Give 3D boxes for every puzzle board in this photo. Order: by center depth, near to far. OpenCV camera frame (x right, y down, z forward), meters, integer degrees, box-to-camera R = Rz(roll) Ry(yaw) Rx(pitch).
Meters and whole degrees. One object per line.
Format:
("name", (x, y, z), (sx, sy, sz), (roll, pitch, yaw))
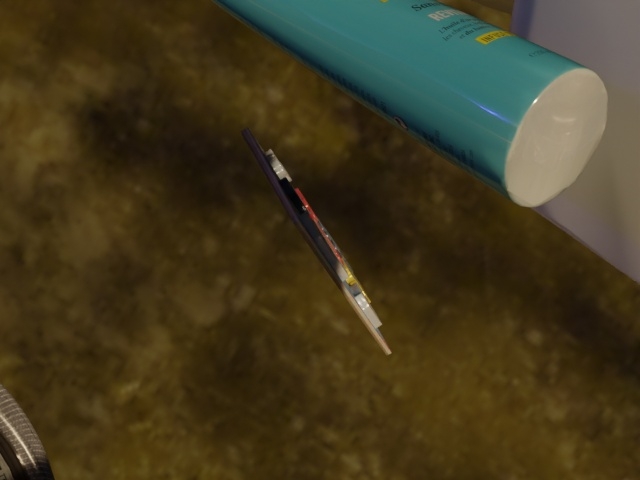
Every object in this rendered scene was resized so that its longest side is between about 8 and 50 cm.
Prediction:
("puzzle board", (0.000, 0.000, 1.050), (0.128, 0.011, 0.096), (55, 3, -42))

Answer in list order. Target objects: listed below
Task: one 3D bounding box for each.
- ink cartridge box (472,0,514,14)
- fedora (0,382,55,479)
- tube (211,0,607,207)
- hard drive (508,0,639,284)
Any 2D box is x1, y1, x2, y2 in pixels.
("ink cartridge box", (0.152, -0.181, 1.137), (0.303, 0.072, 0.307), (12, 8, 42))
("fedora", (-0.267, 0.153, 0.911), (0.275, 0.124, 0.243), (11, 69, -40))
("tube", (0.011, -0.079, 0.671), (0.207, 0.052, 0.080), (33, 13, 35))
("hard drive", (0.159, -0.102, 0.579), (0.040, 0.318, 0.210), (-28, 51, -33))
